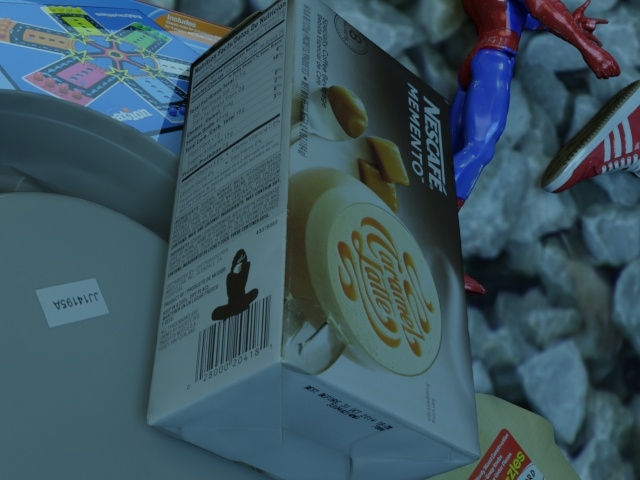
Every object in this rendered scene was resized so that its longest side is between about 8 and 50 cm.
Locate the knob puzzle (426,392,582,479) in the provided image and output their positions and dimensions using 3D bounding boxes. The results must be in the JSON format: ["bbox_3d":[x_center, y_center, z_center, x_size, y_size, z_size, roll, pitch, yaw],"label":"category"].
[{"bbox_3d":[0.104,0.190,0.686,0.213,0.030,0.213,11,69,-32],"label":"knob puzzle"}]

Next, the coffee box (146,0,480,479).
[{"bbox_3d":[0.000,0.000,0.561,0.141,0.098,0.246,33,43,-34],"label":"coffee box"}]

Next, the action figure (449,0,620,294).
[{"bbox_3d":[0.145,-0.095,0.699,0.139,0.091,0.280,12,84,-12],"label":"action figure"}]

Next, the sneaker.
[{"bbox_3d":[0.218,-0.059,0.747,0.118,0.042,0.067,-43,98,-18],"label":"sneaker"}]

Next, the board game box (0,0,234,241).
[{"bbox_3d":[-0.193,-0.095,0.611,0.281,0.027,0.145,14,85,-18],"label":"board game box"}]

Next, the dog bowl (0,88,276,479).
[{"bbox_3d":[-0.128,0.102,0.500,0.349,0.102,0.349,33,42,-35],"label":"dog bowl"}]
